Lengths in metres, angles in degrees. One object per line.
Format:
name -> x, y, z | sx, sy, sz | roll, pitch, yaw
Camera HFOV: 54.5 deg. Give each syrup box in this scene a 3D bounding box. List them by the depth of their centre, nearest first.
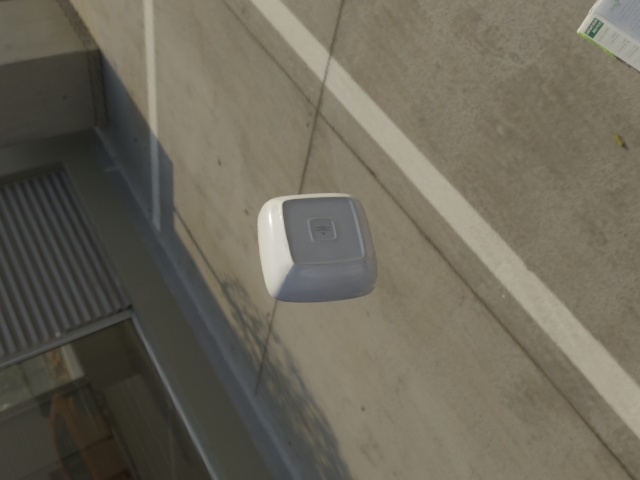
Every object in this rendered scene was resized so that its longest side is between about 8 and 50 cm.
syrup box -> 0.500, -0.282, 0.881 | 0.237, 0.096, 0.093 | 39, -173, 9

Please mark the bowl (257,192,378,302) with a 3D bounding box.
bowl -> 0.000, 0.000, 0.745 | 0.053, 0.142, 0.142 | 111, 153, -58
